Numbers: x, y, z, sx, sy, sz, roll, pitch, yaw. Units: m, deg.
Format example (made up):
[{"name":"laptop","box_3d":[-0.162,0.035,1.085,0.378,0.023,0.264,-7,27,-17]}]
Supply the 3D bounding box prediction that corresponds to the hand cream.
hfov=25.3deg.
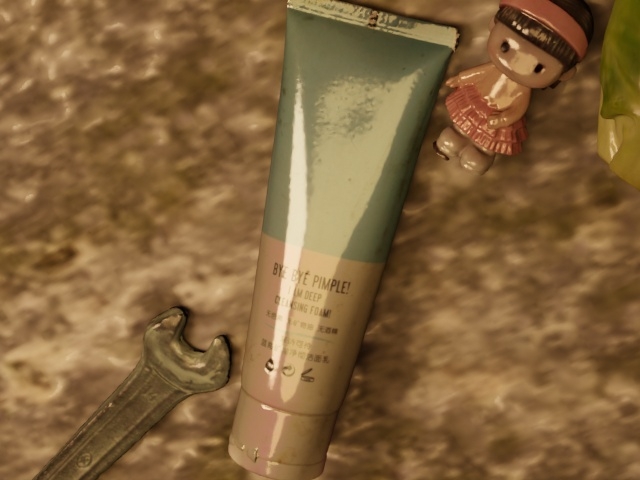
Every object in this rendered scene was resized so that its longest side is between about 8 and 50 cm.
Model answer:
[{"name":"hand cream","box_3d":[0.000,0.000,0.928,0.111,0.070,0.312,17,104,11]}]

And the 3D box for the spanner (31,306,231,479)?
[{"name":"spanner","box_3d":[-0.170,0.158,1.045,0.071,0.017,0.302,43,113,-2]}]

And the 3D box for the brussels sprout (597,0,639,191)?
[{"name":"brussels sprout","box_3d":[0.231,-0.096,0.780,0.180,0.144,0.161,-41,129,12]}]

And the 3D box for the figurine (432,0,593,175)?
[{"name":"figurine","box_3d":[0.112,-0.103,0.859,0.072,0.054,0.129,39,122,16]}]
